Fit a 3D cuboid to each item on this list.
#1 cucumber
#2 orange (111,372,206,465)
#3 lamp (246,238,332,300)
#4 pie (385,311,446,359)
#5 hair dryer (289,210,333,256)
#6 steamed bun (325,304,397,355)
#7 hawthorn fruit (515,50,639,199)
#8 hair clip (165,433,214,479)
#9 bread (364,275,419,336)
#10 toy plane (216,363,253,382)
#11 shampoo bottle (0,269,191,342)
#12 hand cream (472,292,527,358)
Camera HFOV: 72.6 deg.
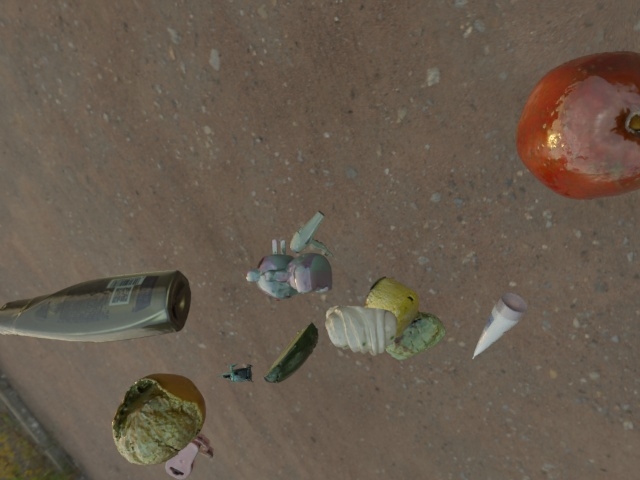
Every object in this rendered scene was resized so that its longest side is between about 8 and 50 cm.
[{"bbox_3d":[-0.106,0.483,1.819,0.105,0.325,0.145,48,126,1],"label":"cucumber"},{"bbox_3d":[-0.279,0.303,0.748,0.156,0.156,0.134,-19,114,41],"label":"orange"},{"bbox_3d":[-0.120,0.112,1.714,0.301,0.247,0.248,-8,85,35],"label":"lamp"},{"bbox_3d":[0.362,0.373,1.715,0.248,0.090,0.201,-31,106,14],"label":"pie"},{"bbox_3d":[0.003,-0.018,1.541,0.167,0.199,0.067,-61,38,22],"label":"hair dryer"},{"bbox_3d":[0.094,0.211,1.018,0.182,0.182,0.106,-7,71,38],"label":"steamed bun"},{"bbox_3d":[0.512,-0.206,0.795,0.275,0.300,0.276,1,100,6],"label":"hawthorn fruit"},{"bbox_3d":[-0.308,0.482,1.042,0.123,0.102,0.138,22,111,-3],"label":"hair clip"},{"bbox_3d":[0.247,0.235,1.511,0.170,0.197,0.197,36,133,33],"label":"bread"},{"bbox_3d":[-0.294,0.475,1.548,0.096,0.060,0.235,-7,159,0],"label":"toy plane"},{"bbox_3d":[-0.421,0.127,0.804,0.350,0.126,0.084,-8,140,7],"label":"shampoo bottle"},{"bbox_3d":[0.570,0.281,1.410,0.083,0.133,0.248,40,138,28],"label":"hand cream"}]
